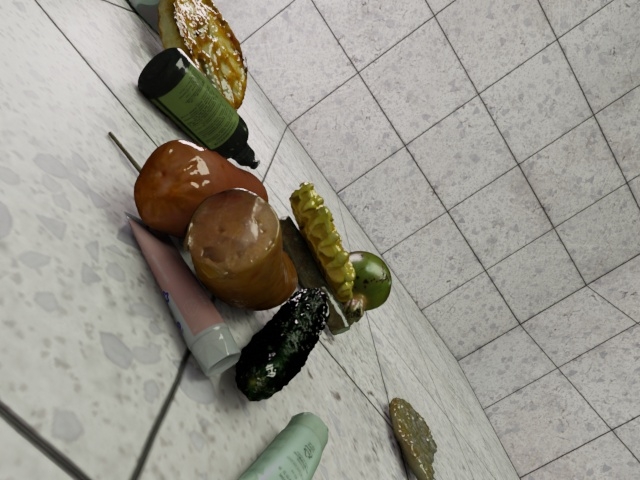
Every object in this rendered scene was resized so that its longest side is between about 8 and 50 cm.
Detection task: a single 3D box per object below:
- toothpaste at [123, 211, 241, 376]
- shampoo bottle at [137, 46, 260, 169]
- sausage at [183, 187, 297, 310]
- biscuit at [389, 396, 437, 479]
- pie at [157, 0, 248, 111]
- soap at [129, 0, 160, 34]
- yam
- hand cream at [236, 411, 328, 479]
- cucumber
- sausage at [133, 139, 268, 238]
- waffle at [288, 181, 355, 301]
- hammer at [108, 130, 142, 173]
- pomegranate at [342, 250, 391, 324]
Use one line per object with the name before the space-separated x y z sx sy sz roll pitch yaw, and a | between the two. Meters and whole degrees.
toothpaste | -0.147 0.049 0.475 0.194 0.043 0.067 53 6 25
shampoo bottle | -0.211 -0.228 0.872 0.284 0.101 0.101 45 15 -47
sausage | -0.084 0.031 0.549 0.109 0.109 0.270 58 -6 14
biscuit | 0.183 0.388 0.921 0.141 0.038 0.290 58 9 16
pie | -0.279 -0.442 1.098 0.315 0.092 0.315 -12 90 -72
soap | -0.449 -0.675 1.142 0.347 0.115 0.208 54 12 -12
yam | -0.024 0.069 0.928 0.274 0.061 0.061 60 11 17
hand cream | -0.039 0.218 0.406 0.078 0.050 0.205 59 15 6
cucumber | -0.045 0.130 0.577 0.072 0.081 0.303 27 12 6
sausage | -0.142 -0.053 0.580 0.113 0.113 0.259 57 7 5
waffle | -0.001 0.001 0.983 0.283 0.065 0.309 -124 -167 -56
hammer | -0.235 -0.094 0.581 0.110 0.019 0.035 50 10 -1
pomegranate | 0.098 0.118 1.130 0.159 0.159 0.205 51 37 -24
